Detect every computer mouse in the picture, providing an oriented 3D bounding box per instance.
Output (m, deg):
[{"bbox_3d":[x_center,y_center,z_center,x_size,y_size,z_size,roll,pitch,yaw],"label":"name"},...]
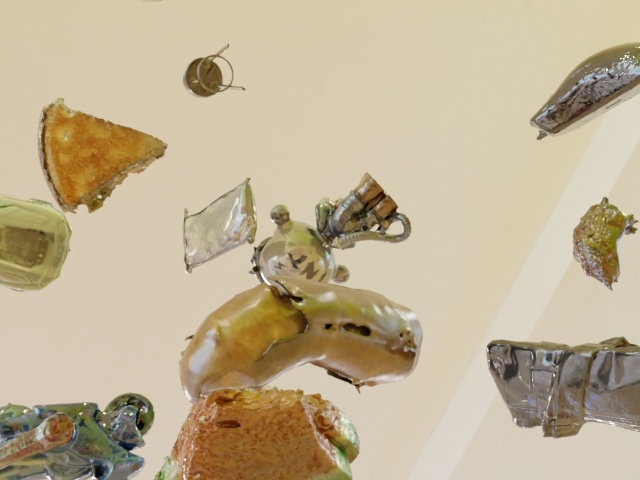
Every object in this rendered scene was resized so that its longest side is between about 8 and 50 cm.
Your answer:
[{"bbox_3d":[0.446,-0.247,0.924,0.147,0.264,0.088,-15,-106,-46],"label":"computer mouse"}]

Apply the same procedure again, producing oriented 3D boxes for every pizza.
[{"bbox_3d":[-0.344,-0.139,0.930,0.195,0.052,0.185,-9,-87,-18],"label":"pizza"}]

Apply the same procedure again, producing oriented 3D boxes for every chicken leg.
[{"bbox_3d":[0.535,-0.003,1.103,0.234,0.105,0.063,-50,-38,-35],"label":"chicken leg"}]

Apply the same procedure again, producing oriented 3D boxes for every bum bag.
[{"bbox_3d":[0.290,0.153,0.603,0.060,0.248,0.123,-40,-70,-42],"label":"bum bag"}]

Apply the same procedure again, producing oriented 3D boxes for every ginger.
[{"bbox_3d":[0.007,0.103,0.596,0.309,0.107,0.133,8,-62,-37],"label":"ginger"}]

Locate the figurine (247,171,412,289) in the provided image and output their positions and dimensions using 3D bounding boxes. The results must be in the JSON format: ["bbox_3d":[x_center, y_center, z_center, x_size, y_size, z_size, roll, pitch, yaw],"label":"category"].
[{"bbox_3d":[-0.003,-0.003,1.377,0.382,0.186,0.261,-41,-82,7],"label":"figurine"}]

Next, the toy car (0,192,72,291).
[{"bbox_3d":[-0.350,-0.011,0.559,0.205,0.056,0.095,17,-87,-19],"label":"toy car"}]

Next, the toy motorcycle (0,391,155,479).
[{"bbox_3d":[-0.465,0.411,1.058,0.319,0.182,0.241,-2,-97,-16],"label":"toy motorcycle"}]

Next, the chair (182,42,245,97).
[{"bbox_3d":[-0.245,-0.378,1.309,0.104,0.221,0.095,8,-86,-26],"label":"chair"}]

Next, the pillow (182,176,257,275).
[{"bbox_3d":[-0.227,-0.026,1.309,0.059,0.255,0.169,17,-121,-45],"label":"pillow"}]

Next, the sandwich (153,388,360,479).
[{"bbox_3d":[-0.080,0.283,0.772,0.292,0.109,0.212,4,-70,-13],"label":"sandwich"}]

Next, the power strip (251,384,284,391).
[{"bbox_3d":[-0.109,0.369,1.379,0.145,0.215,0.061,32,-102,-34],"label":"power strip"}]
